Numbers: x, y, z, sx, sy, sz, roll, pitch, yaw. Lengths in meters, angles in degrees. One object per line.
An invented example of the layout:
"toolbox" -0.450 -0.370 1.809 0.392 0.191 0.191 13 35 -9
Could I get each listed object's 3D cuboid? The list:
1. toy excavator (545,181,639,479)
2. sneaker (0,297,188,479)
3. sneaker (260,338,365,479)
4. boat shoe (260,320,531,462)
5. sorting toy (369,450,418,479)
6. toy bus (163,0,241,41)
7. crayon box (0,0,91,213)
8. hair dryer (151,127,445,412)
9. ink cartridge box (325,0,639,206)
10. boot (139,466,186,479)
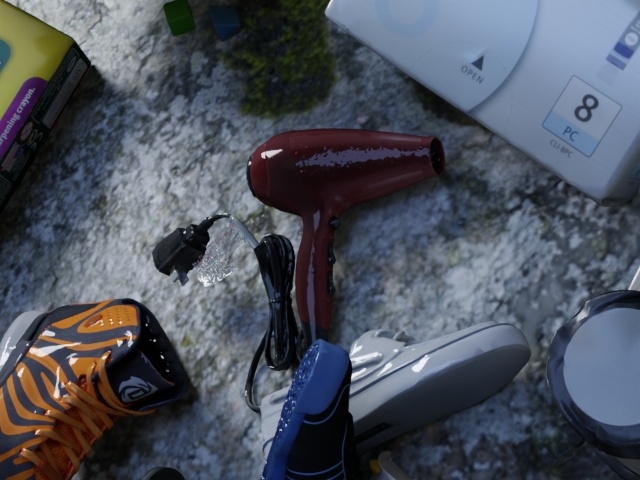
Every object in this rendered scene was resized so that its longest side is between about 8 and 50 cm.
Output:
"toy excavator" 0.440 0.048 1.035 0.445 0.222 0.433 24 81 25
"sneaker" -0.231 0.163 1.397 0.180 0.124 0.321 -15 40 24
"sneaker" 0.003 0.184 1.239 0.081 0.090 0.232 -80 6 -58
"boat shoe" 0.053 0.117 1.294 0.258 0.095 0.084 -26 59 19
"sorting toy" 0.056 0.230 1.277 0.083 0.045 0.075 38 109 40
"toy bus" -0.108 -0.318 1.554 0.191 0.202 0.104 -27 56 13
"crayon box" -0.483 -0.129 1.671 0.313 0.106 0.363 29 83 8
"hair dryer" 0.000 0.000 1.420 0.293 0.080 0.223 -45 66 13
"ink cartridge box" 0.224 -0.269 1.271 0.308 0.091 0.385 37 107 24
"boot" -0.253 0.308 1.407 0.229 0.091 0.263 9 65 44
